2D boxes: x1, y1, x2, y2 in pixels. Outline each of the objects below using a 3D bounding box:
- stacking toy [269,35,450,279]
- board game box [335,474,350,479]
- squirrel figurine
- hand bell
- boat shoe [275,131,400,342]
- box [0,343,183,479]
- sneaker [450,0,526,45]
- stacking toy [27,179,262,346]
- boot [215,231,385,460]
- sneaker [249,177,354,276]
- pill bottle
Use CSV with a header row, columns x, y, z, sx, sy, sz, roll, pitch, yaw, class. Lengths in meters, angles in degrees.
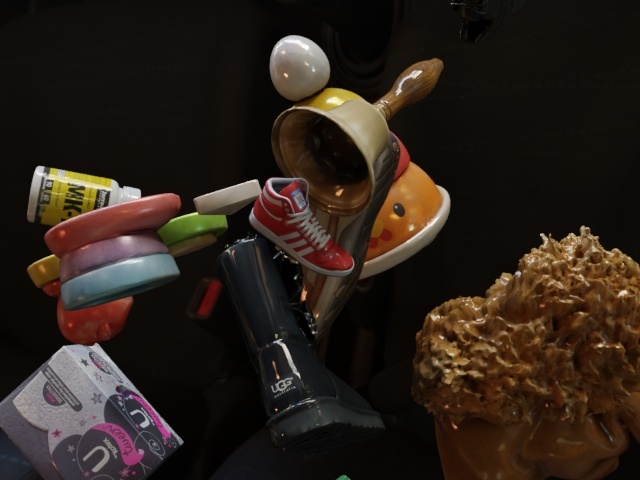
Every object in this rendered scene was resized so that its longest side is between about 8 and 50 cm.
x,y,z,sx,sy,sz,roll,pitch,yaw,class
0.025,-0.184,1.158,0.350,0.351,0.480,-22,111,21,stacking toy
0.029,0.332,0.319,0.213,0.046,0.317,-41,78,12,board game box
0.327,0.178,0.696,0.370,0.397,0.281,-9,49,29,squirrel figurine
0.071,-0.146,0.621,0.126,0.126,0.242,28,54,25,hand bell
0.000,0.000,0.741,0.116,0.123,0.324,23,102,14,boat shoe
-0.381,0.314,0.936,0.163,0.142,0.247,-43,85,-5,box
0.263,-0.426,0.889,0.109,0.286,0.130,33,82,31,sneaker
-0.219,0.041,0.745,0.309,0.279,0.130,-25,83,59,stacking toy
-0.019,0.118,0.603,0.094,0.246,0.207,-25,62,7,boot
-0.012,-0.016,0.545,0.118,0.042,0.067,31,133,6,sneaker
-0.498,-0.080,1.188,0.119,0.208,0.119,-34,52,58,pill bottle
